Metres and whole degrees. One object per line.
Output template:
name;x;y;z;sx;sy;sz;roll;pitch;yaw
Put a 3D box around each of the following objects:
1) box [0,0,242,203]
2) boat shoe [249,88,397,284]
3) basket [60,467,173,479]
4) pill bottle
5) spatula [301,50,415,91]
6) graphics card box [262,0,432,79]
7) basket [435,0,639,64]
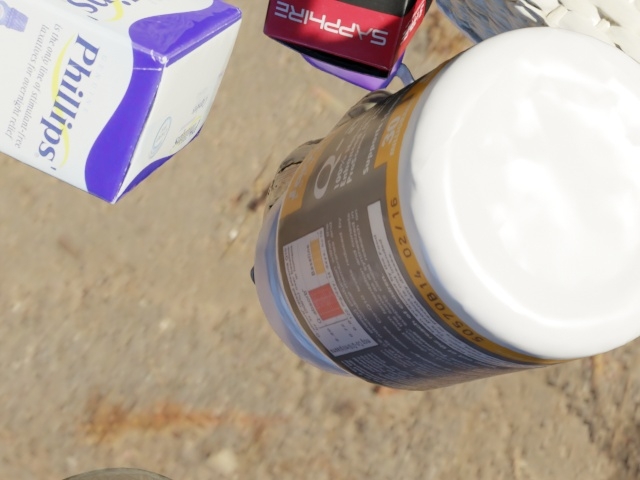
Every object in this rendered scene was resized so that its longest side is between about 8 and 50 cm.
box;-0.120;-0.089;0.753;0.137;0.126;0.072;25;111;4
boat shoe;0.000;0.000;1.283;0.132;0.130;0.355;40;158;2
basket;-0.062;0.203;0.640;0.154;0.227;0.204;20;84;-21
pill bottle;0.068;-0.003;0.910;0.162;0.162;0.278;45;158;-9
spatula;0.107;-0.111;1.485;0.296;0.030;0.084;36;142;7
graphics card box;0.065;-0.314;1.040;0.094;0.233;0.371;18;119;6
basket;0.298;-0.265;1.477;0.328;0.266;0.331;-46;71;-1
